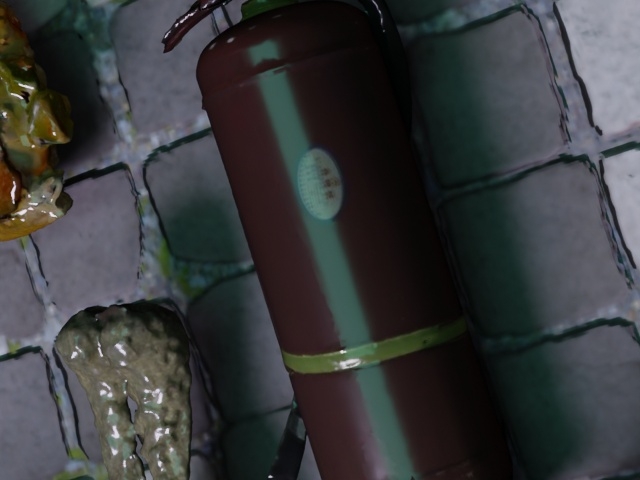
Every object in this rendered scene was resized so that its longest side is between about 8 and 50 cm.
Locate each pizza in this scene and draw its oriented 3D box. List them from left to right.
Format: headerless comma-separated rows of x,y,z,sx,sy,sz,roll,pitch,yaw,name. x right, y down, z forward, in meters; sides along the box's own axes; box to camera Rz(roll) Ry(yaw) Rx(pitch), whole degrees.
-0.209,-0.099,0.936,0.147,0.069,0.226,-34,76,42,pizza

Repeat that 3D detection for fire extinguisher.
0.000,0.000,0.830,0.141,0.105,0.341,-18,89,21,fire extinguisher

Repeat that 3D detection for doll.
-0.066,0.184,0.855,0.202,0.091,0.286,14,99,13,doll
